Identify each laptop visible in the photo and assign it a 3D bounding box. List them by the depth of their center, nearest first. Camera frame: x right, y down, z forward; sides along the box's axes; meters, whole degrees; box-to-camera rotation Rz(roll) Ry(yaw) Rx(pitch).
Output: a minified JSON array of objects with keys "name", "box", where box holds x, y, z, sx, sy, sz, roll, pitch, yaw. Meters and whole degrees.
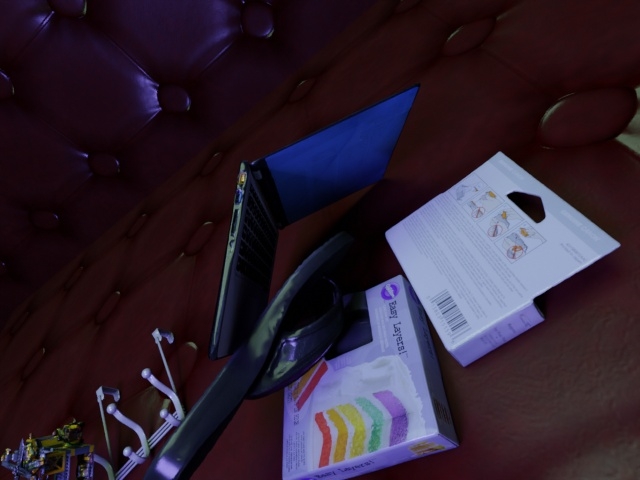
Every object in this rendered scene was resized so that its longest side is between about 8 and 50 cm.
[{"name":"laptop","box":[0.000,0.000,0.714,0.237,0.382,0.407,7,78,2]}]

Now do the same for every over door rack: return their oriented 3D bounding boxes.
[{"name":"over door rack","box":[-0.447,0.375,0.956,0.239,0.108,0.324,-46,34,0]}]

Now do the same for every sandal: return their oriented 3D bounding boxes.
[{"name":"sandal","box":[-0.061,0.179,0.608,0.445,0.107,0.167,-53,-10,-20]}]

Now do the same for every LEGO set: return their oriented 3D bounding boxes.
[{"name":"LEGO set","box":[-0.574,0.532,0.774,0.255,0.192,0.331,-8,75,36]}]

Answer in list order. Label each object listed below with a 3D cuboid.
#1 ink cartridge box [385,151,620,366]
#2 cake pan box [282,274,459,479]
[{"name":"ink cartridge box","box":[0.246,0.012,0.622,0.239,0.060,0.275,-36,36,14]},{"name":"cake pan box","box":[0.055,0.205,0.627,0.246,0.070,0.266,-27,39,23]}]
